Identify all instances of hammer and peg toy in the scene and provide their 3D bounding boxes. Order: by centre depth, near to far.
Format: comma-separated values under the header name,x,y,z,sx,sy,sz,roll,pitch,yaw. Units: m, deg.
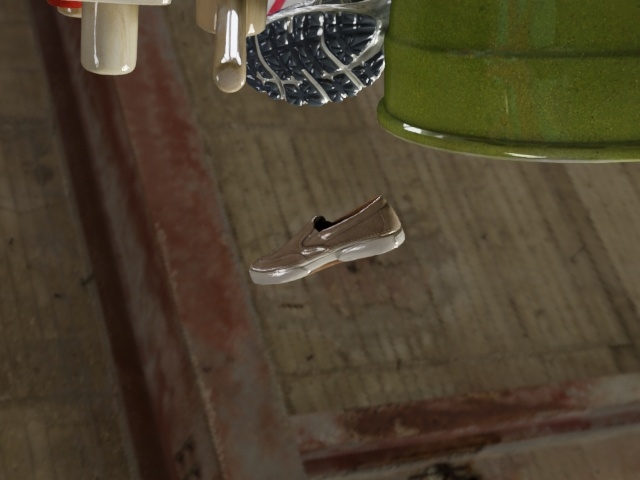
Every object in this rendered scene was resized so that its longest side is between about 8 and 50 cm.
name,x,y,z,sx,sy,sz,roll,pitch,yaw
hammer and peg toy,-0.192,-0.203,0.751,0.361,0.127,0.266,0,-157,-18

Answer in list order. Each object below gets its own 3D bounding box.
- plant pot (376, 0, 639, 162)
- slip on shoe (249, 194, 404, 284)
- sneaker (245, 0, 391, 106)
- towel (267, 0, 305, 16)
name,x,y,z,sx,sy,sz,roll,pitch,yaw
plant pot,0.215,-0.278,0.846,0.366,0.353,0.366,-5,-161,2
slip on shoe,0.000,0.000,0.866,0.041,0.135,0.051,68,-152,-13
sneaker,0.045,-0.234,1.151,0.283,0.110,0.122,-17,-146,5
towel,-0.082,-0.393,1.379,0.329,0.237,0.037,20,-148,-24
